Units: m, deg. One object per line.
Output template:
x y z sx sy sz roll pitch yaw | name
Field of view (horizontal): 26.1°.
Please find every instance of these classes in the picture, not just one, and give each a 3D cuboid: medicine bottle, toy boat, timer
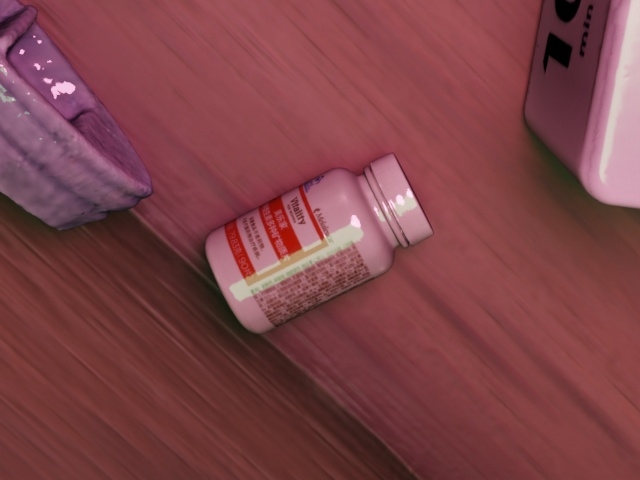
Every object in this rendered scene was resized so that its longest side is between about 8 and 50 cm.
0.000 0.000 0.917 0.140 0.079 0.079 -27 106 6 | medicine bottle
-0.215 -0.118 0.850 0.078 0.127 0.283 -38 107 9 | toy boat
0.245 -0.125 0.832 0.194 0.195 0.192 7 106 -5 | timer
